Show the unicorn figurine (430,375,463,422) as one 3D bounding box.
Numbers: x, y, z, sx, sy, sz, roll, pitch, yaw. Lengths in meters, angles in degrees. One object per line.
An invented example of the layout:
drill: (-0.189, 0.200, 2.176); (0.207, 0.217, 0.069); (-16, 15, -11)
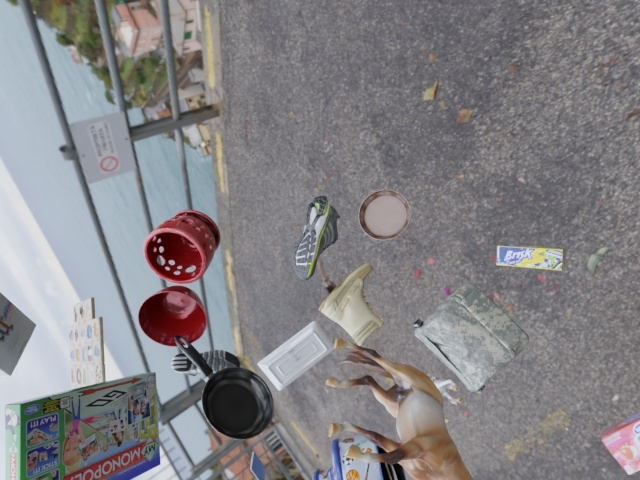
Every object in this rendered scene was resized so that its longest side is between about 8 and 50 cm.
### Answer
unicorn figurine: (0.244, 0.326, 0.888); (0.111, 0.162, 0.060); (-13, 98, 67)

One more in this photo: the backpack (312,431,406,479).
backpack: (0.095, 0.577, 0.955); (0.276, 0.213, 0.263); (83, -178, -58)

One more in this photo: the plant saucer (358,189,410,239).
plant saucer: (0.208, -0.081, 1.375); (0.168, 0.168, 0.029); (48, -176, 20)

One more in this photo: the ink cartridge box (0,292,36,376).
ink cartridge box: (-0.711, 0.183, 0.864); (0.176, 0.128, 0.127); (86, -175, -49)

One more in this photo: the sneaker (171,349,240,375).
sneaker: (-0.398, 0.436, 1.494); (0.132, 0.228, 0.086); (110, 164, -63)

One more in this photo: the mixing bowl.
mixing bowl: (-0.399, 0.194, 1.182); (0.098, 0.181, 0.181); (-98, -6, -65)

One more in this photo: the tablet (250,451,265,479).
tablet: (-0.171, 0.628, 1.166); (0.054, 0.006, 0.083); (-90, -19, -62)

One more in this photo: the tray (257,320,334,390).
tray: (-0.086, 0.437, 1.592); (0.145, 0.270, 0.030); (54, 176, -11)

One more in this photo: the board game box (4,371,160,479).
board game box: (-0.467, 0.407, 0.872); (0.046, 0.317, 0.214); (-11, 80, 22)

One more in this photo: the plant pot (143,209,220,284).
plant pot: (-0.408, 0.007, 1.284); (0.191, 0.174, 0.191); (3, 122, 6)

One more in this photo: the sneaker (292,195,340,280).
sneaker: (0.000, 0.000, 1.449); (0.121, 0.300, 0.111); (32, 157, -35)

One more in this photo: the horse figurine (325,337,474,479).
horse figurine: (0.092, 0.204, 0.495); (0.263, 0.174, 0.066); (-98, 32, -70)

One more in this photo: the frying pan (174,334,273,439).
frying pan: (-0.275, 0.399, 1.109); (0.326, 0.197, 0.053); (27, 126, -8)

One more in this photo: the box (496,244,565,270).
box: (0.586, 0.045, 1.189); (0.168, 0.054, 0.059); (4, 96, 36)

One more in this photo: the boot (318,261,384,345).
boot: (0.147, 0.214, 1.468); (0.203, 0.262, 0.095); (41, 147, 12)

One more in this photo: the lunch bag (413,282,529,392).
lunch bag: (0.509, 0.336, 1.481); (0.305, 0.256, 0.212); (47, 157, 13)

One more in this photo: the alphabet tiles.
alphabet tiles: (-0.630, 0.333, 1.141); (0.285, 0.011, 0.343); (-19, 75, 44)

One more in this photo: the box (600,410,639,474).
box: (1.062, 0.626, 1.369); (0.257, 0.128, 0.123); (-41, 61, 19)
